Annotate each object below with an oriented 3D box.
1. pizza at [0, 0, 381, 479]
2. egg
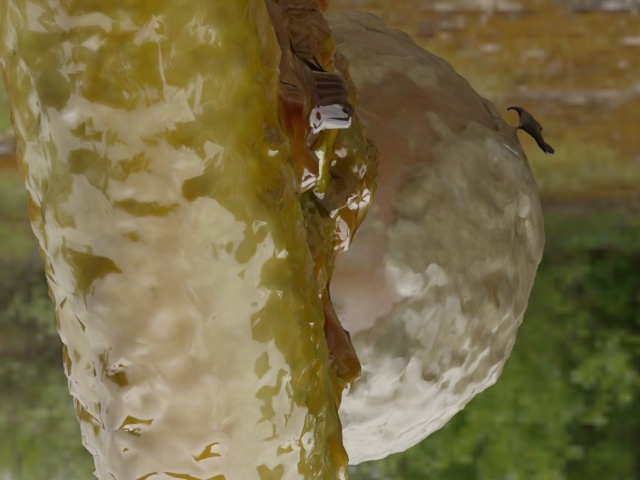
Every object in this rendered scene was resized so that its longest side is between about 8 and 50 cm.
[{"bbox_3d":[-0.037,-0.048,0.465,0.087,0.268,0.258,-10,145,5],"label":"pizza"},{"bbox_3d":[0.000,0.000,1.119,0.279,0.279,0.310,0,-151,6],"label":"egg"}]
